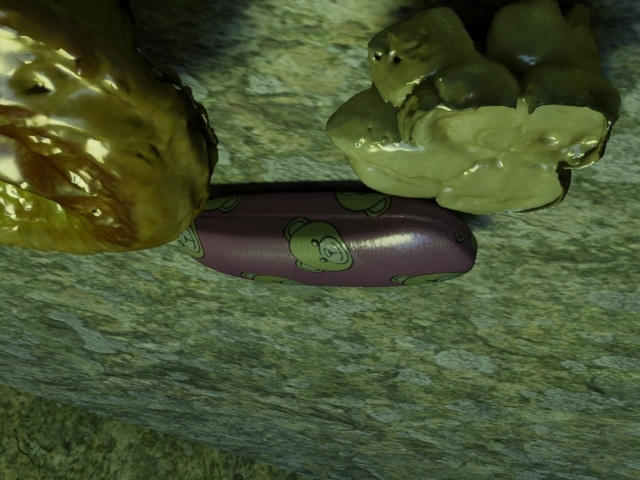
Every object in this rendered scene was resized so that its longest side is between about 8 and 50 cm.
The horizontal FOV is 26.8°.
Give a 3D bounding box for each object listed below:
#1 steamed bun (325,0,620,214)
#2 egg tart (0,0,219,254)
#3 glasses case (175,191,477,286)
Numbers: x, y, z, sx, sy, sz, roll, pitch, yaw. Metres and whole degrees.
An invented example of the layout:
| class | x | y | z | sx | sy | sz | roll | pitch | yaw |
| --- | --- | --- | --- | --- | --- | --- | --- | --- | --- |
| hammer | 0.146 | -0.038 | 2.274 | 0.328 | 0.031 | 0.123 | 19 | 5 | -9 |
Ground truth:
| class | x | y | z | sx | sy | sz | roll | pitch | yaw |
| --- | --- | --- | --- | --- | --- | --- | --- | --- | --- |
| steamed bun | 0.101 | -0.098 | 0.920 | 0.192 | 0.106 | 0.177 | 3 | 157 | 0 |
| egg tart | -0.278 | -0.124 | 0.958 | 0.443 | 0.178 | 0.443 | 10 | 159 | 4 |
| glasses case | 0.000 | 0.000 | 1.311 | 0.316 | 0.076 | 0.123 | 0 | 158 | 31 |
